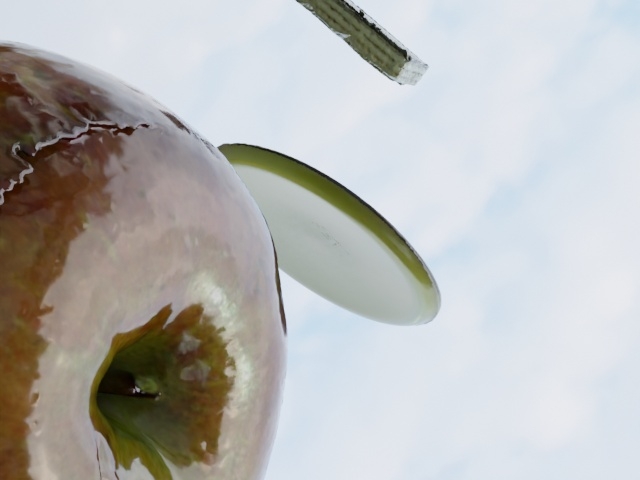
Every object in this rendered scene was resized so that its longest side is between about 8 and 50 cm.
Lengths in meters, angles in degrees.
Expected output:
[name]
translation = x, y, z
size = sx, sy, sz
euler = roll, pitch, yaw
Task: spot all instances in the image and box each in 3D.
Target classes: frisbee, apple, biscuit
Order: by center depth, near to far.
[apple]
translation = -0.210, 0.070, 0.987
size = 0.374, 0.374, 0.384
euler = 10, -81, 54
[frisbee]
translation = 0.000, 0.000, 1.364
size = 0.236, 0.236, 0.017
euler = 6, -126, 53
[biscuit]
translation = 0.020, -0.232, 1.638
size = 0.040, 0.199, 0.121
euler = -50, 172, 12
